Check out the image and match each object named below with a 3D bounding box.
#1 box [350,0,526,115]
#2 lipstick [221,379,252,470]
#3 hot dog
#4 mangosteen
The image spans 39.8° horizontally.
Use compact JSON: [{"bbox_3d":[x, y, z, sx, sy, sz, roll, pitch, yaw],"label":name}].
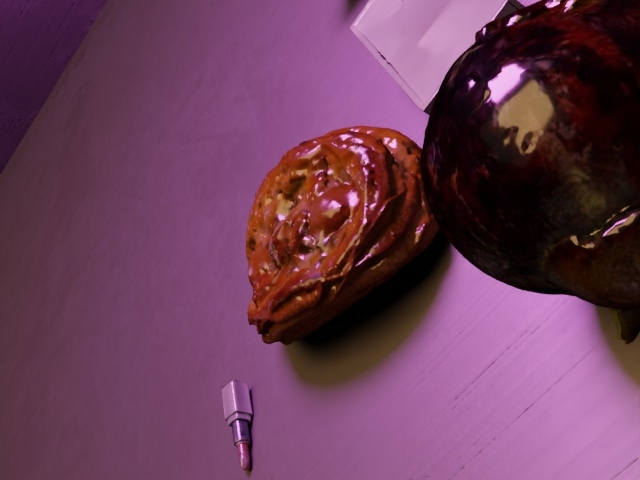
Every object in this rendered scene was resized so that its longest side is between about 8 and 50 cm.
[{"bbox_3d":[0.132,-0.212,0.909,0.129,0.086,0.225,-52,32,18],"label":"box"},{"bbox_3d":[-0.091,0.211,1.002,0.025,0.025,0.107,-43,43,32],"label":"lipstick"},{"bbox_3d":[0.000,0.000,0.924,0.272,0.122,0.196,-35,48,38],"label":"hot dog"},{"bbox_3d":[0.193,-0.028,0.591,0.231,0.231,0.289,-27,82,46],"label":"mangosteen"}]
